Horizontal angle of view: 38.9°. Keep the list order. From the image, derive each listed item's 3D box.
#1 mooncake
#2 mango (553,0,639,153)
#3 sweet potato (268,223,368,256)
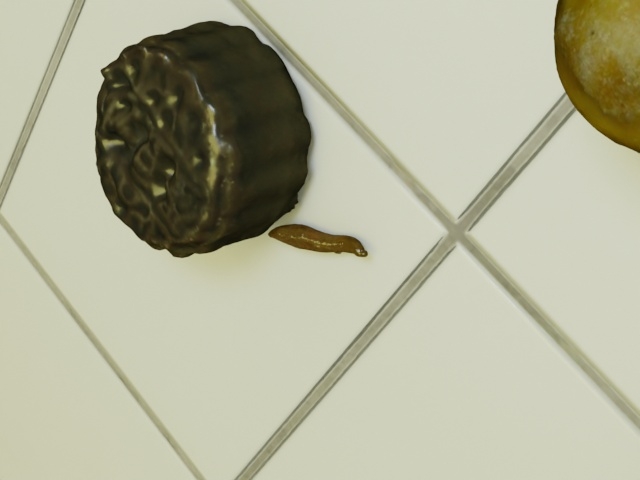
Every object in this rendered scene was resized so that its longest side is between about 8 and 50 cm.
[{"bbox_3d":[-0.128,-0.096,0.885,0.228,0.124,0.228,14,113,36],"label":"mooncake"},{"bbox_3d":[0.286,-0.178,0.521,0.329,0.175,0.176,-28,109,22],"label":"mango"},{"bbox_3d":[0.000,0.000,0.880,0.115,0.026,0.026,9,110,30],"label":"sweet potato"}]
